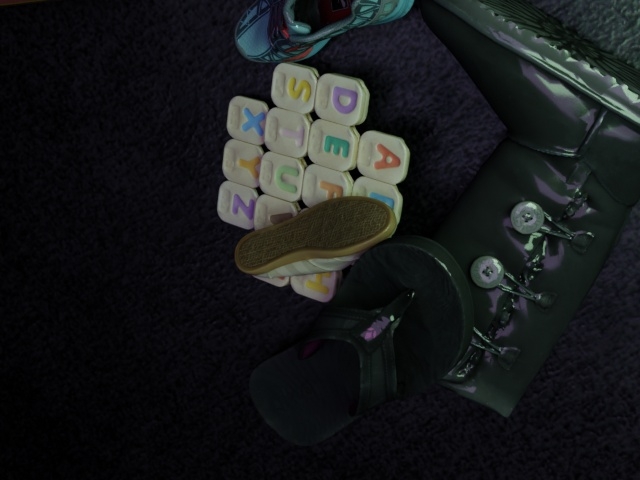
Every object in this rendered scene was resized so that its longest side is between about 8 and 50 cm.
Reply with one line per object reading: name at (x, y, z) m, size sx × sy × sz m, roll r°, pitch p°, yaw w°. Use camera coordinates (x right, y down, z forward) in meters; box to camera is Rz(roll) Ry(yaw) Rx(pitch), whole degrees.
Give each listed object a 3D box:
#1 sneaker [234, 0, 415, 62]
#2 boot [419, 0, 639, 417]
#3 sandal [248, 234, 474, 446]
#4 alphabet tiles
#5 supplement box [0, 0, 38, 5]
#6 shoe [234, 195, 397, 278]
sneaker at (-0.021, -0.279, 1.526) m, size 0.262 × 0.125 × 0.104 m, roll -17°, pitch 91°, yaw 39°
boot at (0.183, -0.053, 1.552) m, size 0.367 × 0.146 × 0.445 m, roll 34°, pitch 115°, yaw 11°
sandal at (0.034, 0.152, 1.538) m, size 0.167 × 0.107 × 0.446 m, roll 47°, pitch 138°, yaw 4°
alphabet tiles at (-0.019, -0.072, 1.592) m, size 0.278 × 0.021 × 0.284 m, roll 19°, pitch 109°, yaw 33°
supplement box at (-0.357, -0.358, 1.580) m, size 0.191 × 0.194 × 0.129 m, roll -3°, pitch 102°, yaw 15°
shoe at (0.000, 0.000, 1.548) m, size 0.219 × 0.058 × 0.076 m, roll -14°, pitch 62°, yaw 28°
